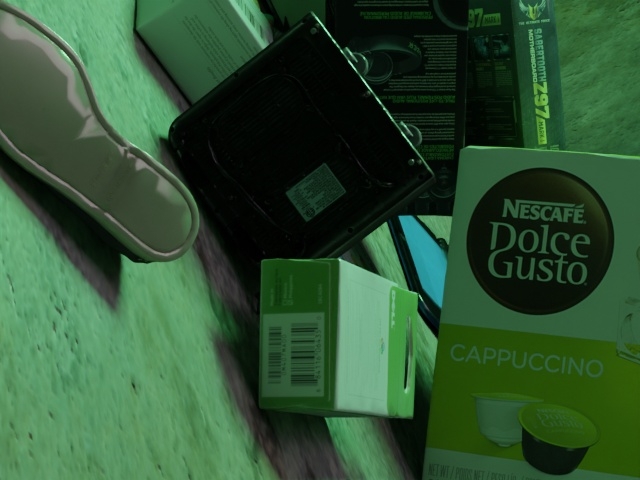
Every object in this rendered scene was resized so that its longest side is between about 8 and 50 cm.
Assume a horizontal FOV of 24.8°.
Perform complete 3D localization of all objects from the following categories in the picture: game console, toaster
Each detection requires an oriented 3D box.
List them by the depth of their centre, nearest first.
[{"bbox_3d":[-0.017,-0.063,1.187,0.168,0.185,0.110,53,9,7],"label":"toaster"},{"bbox_3d":[0.224,0.040,1.934,0.293,0.250,0.173,-104,-173,-51],"label":"game console"}]

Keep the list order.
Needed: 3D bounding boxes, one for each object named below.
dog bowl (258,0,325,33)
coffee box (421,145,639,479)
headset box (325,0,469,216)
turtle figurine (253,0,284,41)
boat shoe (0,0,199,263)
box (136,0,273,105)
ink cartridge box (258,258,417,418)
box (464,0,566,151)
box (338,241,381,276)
[{"bbox_3d":[-0.023,-0.346,1.763,0.408,0.150,0.408,60,15,-28],"label":"dog bowl"},{"bbox_3d":[0.315,0.102,1.433,0.338,0.337,0.334,21,76,-70],"label":"coffee box"},{"bbox_3d":[0.072,-0.174,1.469,0.246,0.131,0.283,-94,-176,-72],"label":"headset box"},{"bbox_3d":[-0.080,-0.260,1.488,0.234,0.118,0.175,54,-20,35],"label":"turtle figurine"},{"bbox_3d":[-0.161,-0.061,0.883,0.065,0.075,0.206,0,-41,53],"label":"boat shoe"},{"bbox_3d":[-0.103,-0.192,1.313,0.101,0.087,0.102,53,13,-29],"label":"box"},{"bbox_3d":[0.018,0.081,1.122,0.209,0.062,0.109,24,66,-69],"label":"ink cartridge box"},{"bbox_3d":[0.173,-0.175,1.585,0.232,0.059,0.183,8,-73,63],"label":"box"},{"bbox_3d":[0.000,0.000,1.401,0.145,0.038,0.186,61,11,4],"label":"box"}]
